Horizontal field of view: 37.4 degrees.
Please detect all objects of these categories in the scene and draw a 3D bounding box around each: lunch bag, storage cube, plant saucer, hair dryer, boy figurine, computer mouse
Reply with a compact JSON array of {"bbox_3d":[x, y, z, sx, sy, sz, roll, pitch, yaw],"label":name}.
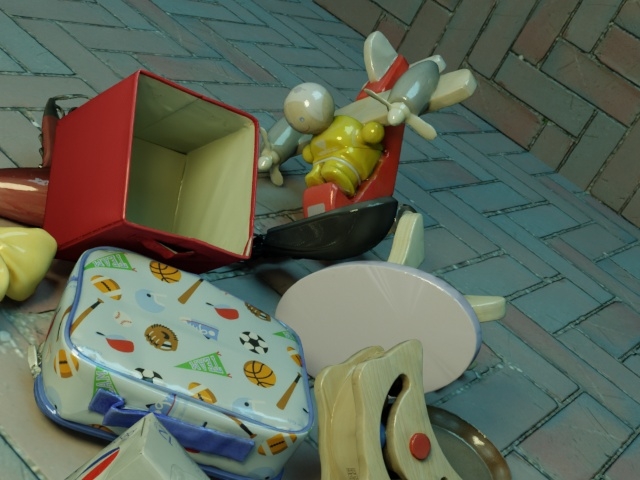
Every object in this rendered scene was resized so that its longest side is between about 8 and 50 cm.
[{"bbox_3d":[-0.159,0.139,1.024,0.303,0.115,0.243,22,27,-19],"label":"lunch bag"},{"bbox_3d":[-0.208,-0.067,1.159,0.183,0.193,0.215,18,65,-40],"label":"storage cube"},{"bbox_3d":[0.167,0.278,1.216,0.168,0.029,0.168,24,23,-11],"label":"plant saucer"},{"bbox_3d":[-0.360,-0.094,1.279,0.223,0.080,0.293,35,36,22],"label":"hair dryer"},{"bbox_3d":[-0.405,0.028,0.990,0.177,0.092,0.285,38,24,20],"label":"boy figurine"},{"bbox_3d":[0.000,0.000,1.387,0.188,0.272,0.072,-11,86,-55],"label":"computer mouse"}]

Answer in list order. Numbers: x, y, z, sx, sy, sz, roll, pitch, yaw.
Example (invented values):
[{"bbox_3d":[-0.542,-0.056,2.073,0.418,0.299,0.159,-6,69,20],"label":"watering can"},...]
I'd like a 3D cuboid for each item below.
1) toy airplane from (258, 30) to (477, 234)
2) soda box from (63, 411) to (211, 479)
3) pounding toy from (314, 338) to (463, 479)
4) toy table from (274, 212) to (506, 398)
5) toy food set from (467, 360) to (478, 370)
[{"bbox_3d":[0.058,-0.204,1.615,0.272,0.386,0.384,29,19,-34],"label":"toy airplane"},{"bbox_3d":[-0.075,0.273,0.705,0.286,0.098,0.091,52,0,-10],"label":"soda box"},{"bbox_3d":[0.101,0.238,0.995,0.154,0.155,0.269,6,75,-38],"label":"pounding toy"},{"bbox_3d":[0.098,0.099,1.258,0.274,0.252,0.161,14,17,24],"label":"toy table"},{"bbox_3d":[0.136,0.151,1.438,0.192,0.038,0.132,44,34,18],"label":"toy food set"}]
